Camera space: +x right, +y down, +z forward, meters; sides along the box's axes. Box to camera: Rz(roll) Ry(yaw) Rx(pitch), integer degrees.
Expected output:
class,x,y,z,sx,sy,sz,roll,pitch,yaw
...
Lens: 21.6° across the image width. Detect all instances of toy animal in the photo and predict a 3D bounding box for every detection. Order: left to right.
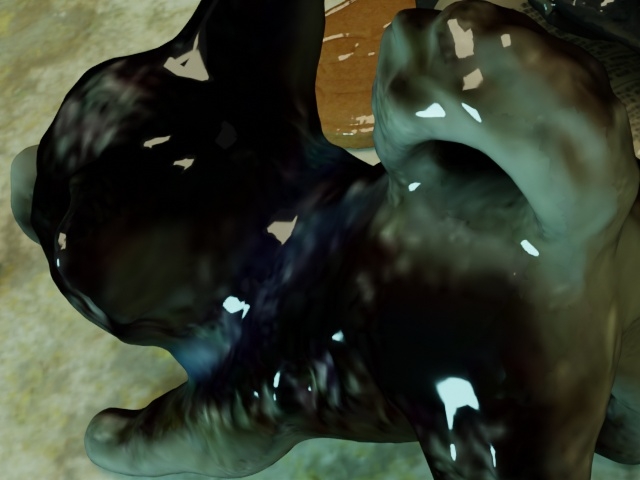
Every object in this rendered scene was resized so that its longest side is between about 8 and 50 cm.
class,x,y,z,sx,sy,sz,roll,pitch,yaw
toy animal,0.000,0.000,0.704,0.344,0.303,0.194,17,54,31

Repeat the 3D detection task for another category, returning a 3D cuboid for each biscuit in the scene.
class,x,y,z,sx,sy,sz,roll,pitch,yaw
biscuit,0.030,-0.105,0.983,0.102,0.019,0.130,-4,47,16

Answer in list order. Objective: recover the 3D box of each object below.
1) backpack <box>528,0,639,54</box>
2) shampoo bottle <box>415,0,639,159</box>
class,x,y,z,sx,sy,sz,roll,pitch,yaw
backpack,0.195,-0.147,0.838,0.258,0.133,0.206,7,39,-31
shampoo bottle,0.128,-0.070,0.870,0.127,0.078,0.257,-25,46,-14
